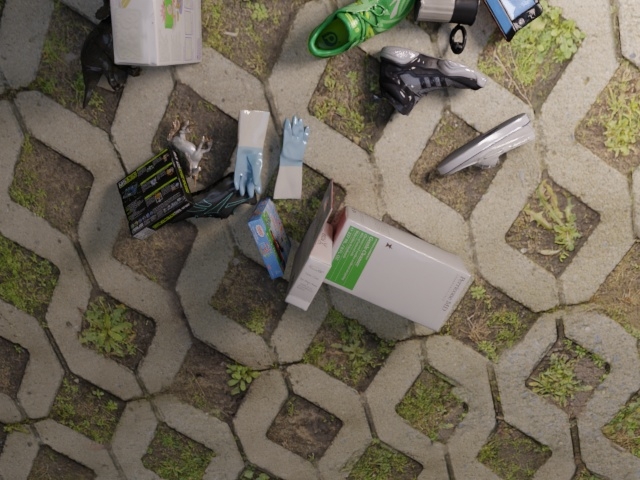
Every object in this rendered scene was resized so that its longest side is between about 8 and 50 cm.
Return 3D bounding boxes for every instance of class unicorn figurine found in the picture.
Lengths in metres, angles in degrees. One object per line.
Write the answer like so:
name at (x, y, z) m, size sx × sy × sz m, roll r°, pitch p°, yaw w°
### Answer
unicorn figurine at (-0.345, -0.243, 1.414) m, size 0.162 × 0.060 × 0.111 m, roll 45°, pitch 107°, yaw 4°

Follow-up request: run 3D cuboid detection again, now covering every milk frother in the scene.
milk frother at (0.286, -0.517, 1.238) m, size 0.134 × 0.129 × 0.143 m, roll 4°, pitch 105°, yaw -1°

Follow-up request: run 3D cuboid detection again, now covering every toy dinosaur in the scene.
toy dinosaur at (-0.525, -0.477, 1.317) m, size 0.160 × 0.121 × 0.314 m, roll 37°, pitch 113°, yaw 2°

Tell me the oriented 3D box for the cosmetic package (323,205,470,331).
cosmetic package at (0.195, 0.074, 1.450) m, size 0.365 × 0.155 × 0.197 m, roll 23°, pitch 107°, yaw -5°

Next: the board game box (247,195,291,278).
board game box at (-0.131, -0.014, 1.401) m, size 0.039 × 0.211 × 0.160 m, roll -19°, pitch 109°, yaw 8°

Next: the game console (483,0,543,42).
game console at (0.448, -0.560, 1.237) m, size 0.124 × 0.085 × 0.144 m, roll -33°, pitch 106°, yaw 14°

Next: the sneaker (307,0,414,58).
sneaker at (0.097, -0.512, 1.236) m, size 0.295 × 0.124 × 0.109 m, roll -29°, pitch 111°, yaw 22°

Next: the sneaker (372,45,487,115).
sneaker at (0.263, -0.378, 1.309) m, size 0.268 × 0.101 × 0.153 m, roll 16°, pitch 111°, yaw 3°

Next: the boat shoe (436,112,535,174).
boat shoe at (0.429, -0.226, 1.357) m, size 0.258 × 0.095 × 0.084 m, roll -29°, pitch 102°, yaw 14°

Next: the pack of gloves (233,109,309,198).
pack of gloves at (-0.122, -0.214, 1.376) m, size 0.194 × 0.046 × 0.232 m, roll -1°, pitch 112°, yaw -23°

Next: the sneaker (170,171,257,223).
sneaker at (-0.298, -0.095, 1.439) m, size 0.267 × 0.101 × 0.106 m, roll -24°, pitch 110°, yaw 11°

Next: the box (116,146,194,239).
box at (-0.443, -0.125, 1.409) m, size 0.190 × 0.045 × 0.184 m, roll -32°, pitch 62°, yaw 13°

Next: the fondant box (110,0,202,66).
fondant box at (-0.350, -0.514, 1.162) m, size 0.096 × 0.330 × 0.239 m, roll 4°, pitch 110°, yaw 1°

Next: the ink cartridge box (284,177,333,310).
ink cartridge box at (0.000, 0.000, 1.354) m, size 0.066 × 0.296 × 0.261 m, roll 25°, pitch 110°, yaw -7°
